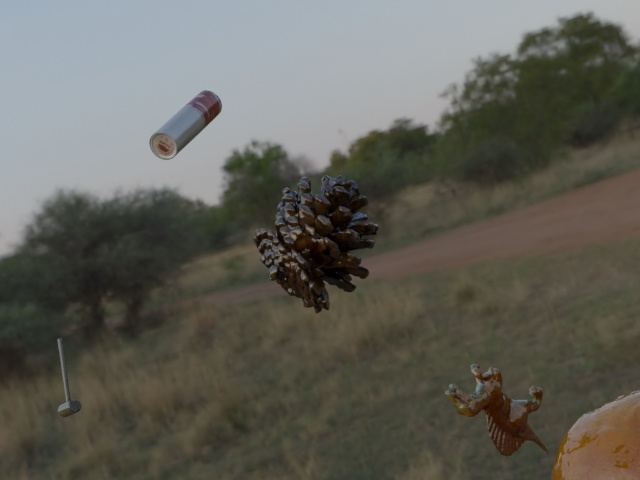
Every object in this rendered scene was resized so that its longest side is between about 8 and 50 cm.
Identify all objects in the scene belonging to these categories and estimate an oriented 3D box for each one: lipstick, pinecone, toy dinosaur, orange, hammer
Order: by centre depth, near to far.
[{"bbox_3d":[0.390,0.295,1.278,0.261,0.261,0.261,-17,2,1],"label":"orange"},{"bbox_3d":[-0.166,-0.145,1.401,0.038,0.038,0.131,-16,22,31],"label":"lipstick"},{"bbox_3d":[0.250,0.236,1.487,0.057,0.212,0.142,-31,15,34],"label":"toy dinosaur"},{"bbox_3d":[-0.360,0.191,1.580,0.019,0.110,0.035,0,-19,-41],"label":"hammer"},{"bbox_3d":[-0.003,0.000,1.597,0.150,0.195,0.179,21,3,-39],"label":"pinecone"}]
